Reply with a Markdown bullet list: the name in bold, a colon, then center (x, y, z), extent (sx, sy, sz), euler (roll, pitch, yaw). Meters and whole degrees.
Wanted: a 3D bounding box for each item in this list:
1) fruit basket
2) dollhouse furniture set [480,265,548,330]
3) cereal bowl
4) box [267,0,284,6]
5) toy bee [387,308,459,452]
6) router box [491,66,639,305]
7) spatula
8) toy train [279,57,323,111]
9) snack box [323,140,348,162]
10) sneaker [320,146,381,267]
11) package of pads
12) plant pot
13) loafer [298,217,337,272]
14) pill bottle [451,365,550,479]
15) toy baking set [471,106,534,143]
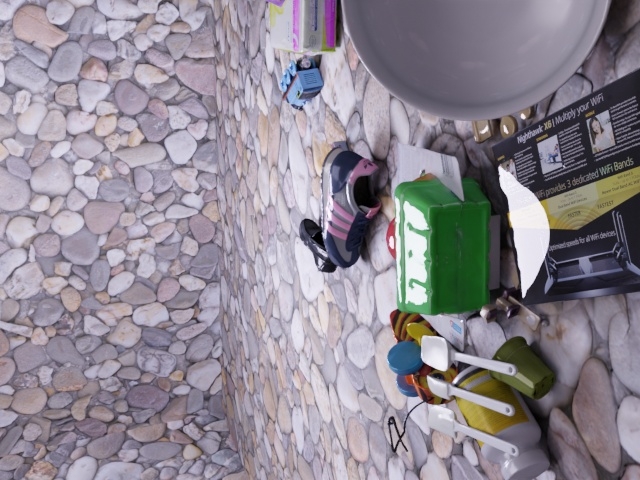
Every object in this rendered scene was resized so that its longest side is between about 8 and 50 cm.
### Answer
- **fruit basket**: center (0.205, -0.007, 1.300), extent (0.353, 0.165, 0.327), euler (-113, 20, -78)
- **dollhouse furniture set**: center (0.314, 0.083, 1.084), extent (0.081, 0.091, 0.114), euler (42, 135, 40)
- **cereal bowl**: center (0.205, -0.337, 0.945), extent (0.141, 0.338, 0.339), euler (-54, -32, -62)
- **box**: center (-0.054, -0.724, 1.655), extent (0.293, 0.057, 0.201), euler (-50, 36, 38)
- **toy bee**: center (0.216, 0.255, 1.356), extent (0.195, 0.162, 0.298), euler (55, -151, -60)
- **router box**: center (0.353, -0.051, 0.903), extent (0.309, 0.081, 0.243), euler (154, 107, -70)
- **spatula**: center (0.235, 0.246, 1.140), extent (0.242, 0.019, 0.168), euler (180, 89, -66)
- **toy train**: center (-0.056, -0.425, 1.940), extent (0.184, 0.080, 0.105), euler (141, 114, -67)
- **snack box**: center (0.052, -0.165, 1.780), extent (0.100, 0.037, 0.141), euler (117, 141, -60)
- **sneaker**: center (0.079, -0.056, 1.659), extent (0.131, 0.112, 0.319), euler (21, 133, 34)
- **package of pads**: center (-0.047, -0.595, 1.816), extent (0.296, 0.101, 0.229), euler (-138, 46, -62)
- **plant pot**: center (0.321, 0.206, 1.109), extent (0.079, 0.083, 0.083), euler (42, 137, 45)
- **loafer**: center (0.000, 0.000, 1.949), extent (0.078, 0.076, 0.223), euler (-68, 30, 28)
- **pill bottle**: center (0.295, 0.297, 1.159), extent (0.103, 0.103, 0.184), euler (103, 153, -45)
- **toy baking set**: center (0.282, -0.275, 1.113), extent (0.197, 0.030, 0.256), euler (-145, 51, -61)
